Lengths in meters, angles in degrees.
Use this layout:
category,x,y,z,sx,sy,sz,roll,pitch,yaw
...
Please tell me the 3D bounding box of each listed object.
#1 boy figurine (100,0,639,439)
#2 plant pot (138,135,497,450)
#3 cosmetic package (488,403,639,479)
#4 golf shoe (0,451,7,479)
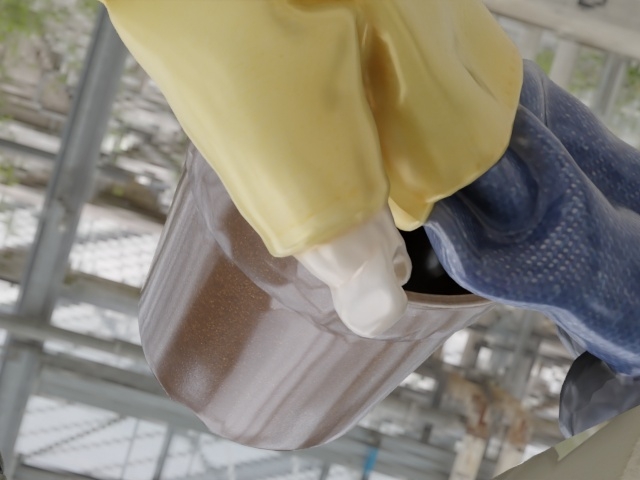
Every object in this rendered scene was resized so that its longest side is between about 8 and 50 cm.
category,x,y,z,sx,sy,sz,roll,pitch,yaw
boy figurine,0.002,-0.045,0.412,0.285,0.092,0.177,32,-147,-19
plant pot,0.000,0.000,0.649,0.167,0.167,0.165,13,142,-17
cosmetic package,0.034,0.171,0.255,0.160,0.113,0.309,54,-150,-3
golf shoe,-0.276,0.261,1.104,0.105,0.273,0.120,-25,-114,-33
